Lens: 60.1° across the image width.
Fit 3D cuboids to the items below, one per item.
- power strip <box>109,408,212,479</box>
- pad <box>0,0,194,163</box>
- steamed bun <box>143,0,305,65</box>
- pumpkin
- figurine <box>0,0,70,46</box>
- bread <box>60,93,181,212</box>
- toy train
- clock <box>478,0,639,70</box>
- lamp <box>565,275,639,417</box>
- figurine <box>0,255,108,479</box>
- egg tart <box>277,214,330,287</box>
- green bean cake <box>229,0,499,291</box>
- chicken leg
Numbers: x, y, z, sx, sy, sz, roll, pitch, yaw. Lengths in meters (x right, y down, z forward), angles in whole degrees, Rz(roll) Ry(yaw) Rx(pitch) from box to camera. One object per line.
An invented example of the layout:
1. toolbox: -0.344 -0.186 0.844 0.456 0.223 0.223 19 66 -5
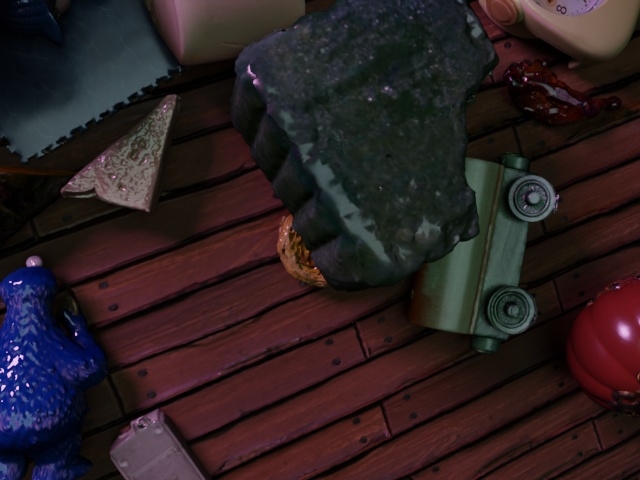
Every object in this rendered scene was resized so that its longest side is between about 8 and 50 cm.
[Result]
1. power strip: -0.173 0.339 0.717 0.078 0.052 0.272 -33 102 -11
2. pad: -0.322 -0.269 0.662 0.269 0.012 0.270 -37 102 -10
3. steamed bun: -0.116 -0.343 0.635 0.200 0.154 0.250 -19 98 -19
4. pumpkin: -0.418 -0.007 0.604 0.278 0.111 0.163 2 97 -16
5. figurine: -0.301 -0.292 0.623 0.086 0.087 0.149 33 82 23
6. bread: -0.235 -0.111 0.661 0.105 0.077 0.152 14 88 -16
7. toy train: 0.215 0.011 0.778 0.177 0.116 0.286 10 91 -3
8. clock: 0.315 -0.400 0.781 0.307 0.096 0.235 18 90 -15
9. lamp: 0.476 0.153 0.806 0.226 0.227 0.227 -1 93 -15
10. figurine: -0.332 0.153 0.628 0.164 0.121 0.262 -12 94 -10
11. egg tart: 0.000 0.000 0.745 0.128 0.049 0.129 -1 93 -19
12. green bean cake: 0.080 -0.127 0.669 0.300 0.169 0.308 -30 89 -17
13. chicken leg: 0.364 -0.216 0.832 0.205 0.053 0.093 24 73 -19
